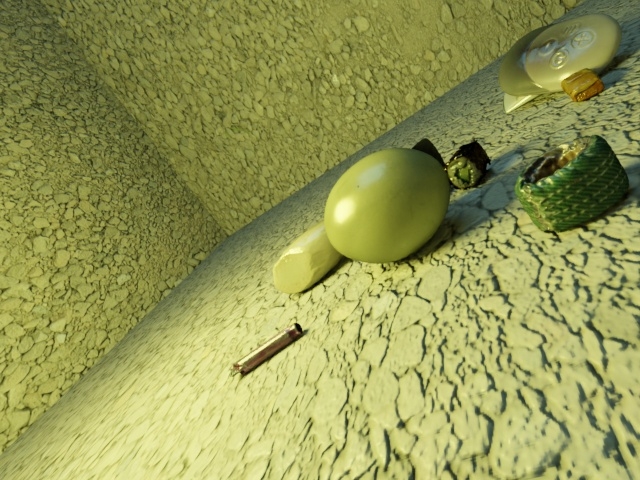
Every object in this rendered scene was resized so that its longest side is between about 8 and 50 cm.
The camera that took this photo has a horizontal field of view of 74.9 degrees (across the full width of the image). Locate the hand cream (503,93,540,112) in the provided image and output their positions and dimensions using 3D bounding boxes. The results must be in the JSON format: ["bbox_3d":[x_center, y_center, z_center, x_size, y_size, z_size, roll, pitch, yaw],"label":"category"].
[{"bbox_3d":[0.676,-0.474,1.265,0.255,0.048,0.079,-22,50,45],"label":"hand cream"}]

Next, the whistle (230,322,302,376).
[{"bbox_3d":[-0.113,0.227,0.862,0.177,0.033,0.033,-35,13,4],"label":"whistle"}]

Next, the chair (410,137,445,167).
[{"bbox_3d":[0.228,-0.173,1.172,0.221,0.140,0.145,-41,15,-29],"label":"chair"}]

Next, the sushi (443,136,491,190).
[{"bbox_3d":[0.339,-0.178,0.978,0.084,0.098,0.094,-43,9,-36],"label":"sushi"}]

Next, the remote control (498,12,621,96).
[{"bbox_3d":[0.659,-0.517,1.181,0.332,0.104,0.220,17,82,59],"label":"remote control"}]

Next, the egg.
[{"bbox_3d":[0.134,-0.068,0.854,0.269,0.219,0.219,-33,13,25],"label":"egg"}]

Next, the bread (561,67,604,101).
[{"bbox_3d":[0.638,-0.380,1.021,0.074,0.053,0.132,-28,17,32],"label":"bread"}]

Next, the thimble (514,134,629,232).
[{"bbox_3d":[0.360,-0.083,0.608,0.135,0.090,0.118,-36,10,11],"label":"thimble"}]

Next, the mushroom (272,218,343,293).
[{"bbox_3d":[0.020,0.008,1.090,0.350,0.128,0.128,-36,13,-8],"label":"mushroom"}]
